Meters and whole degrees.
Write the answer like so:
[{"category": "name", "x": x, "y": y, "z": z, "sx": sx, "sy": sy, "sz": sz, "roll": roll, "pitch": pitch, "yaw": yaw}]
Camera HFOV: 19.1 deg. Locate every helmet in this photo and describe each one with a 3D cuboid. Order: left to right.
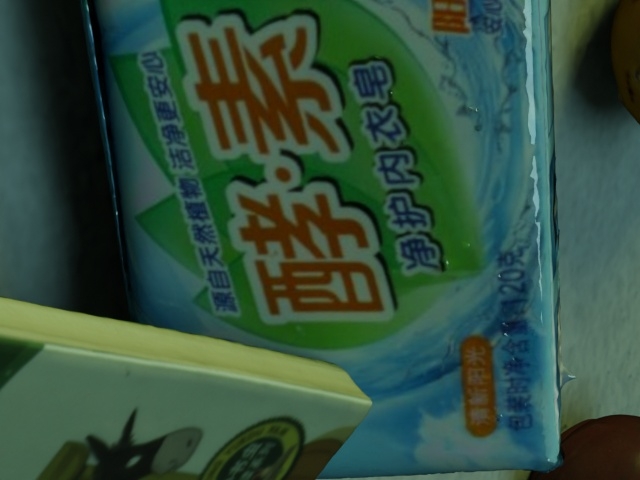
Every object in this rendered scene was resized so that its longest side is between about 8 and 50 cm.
[{"category": "helmet", "x": 0.127, "y": 0.127, "z": 0.909, "sx": 0.089, "sy": 0.057, "sz": 0.111, "roll": 153, "pitch": -43, "yaw": -85}]

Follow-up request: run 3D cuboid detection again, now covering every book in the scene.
[{"category": "book", "x": -0.123, "y": 0.101, "z": 0.550, "sx": 0.264, "sy": 0.027, "sz": 0.202, "roll": 17, "pitch": 116, "yaw": -51}]

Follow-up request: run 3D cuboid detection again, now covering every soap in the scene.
[{"category": "soap", "x": 0.005, "y": -0.041, "z": 0.641, "sx": 0.077, "sy": 0.156, "sz": 0.293, "roll": -72, "pitch": 157, "yaw": -67}]

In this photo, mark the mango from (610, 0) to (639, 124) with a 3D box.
[{"category": "mango", "x": 0.188, "y": -0.101, "z": 0.912, "sx": 0.159, "sy": 0.084, "sz": 0.105, "roll": -37, "pitch": 112, "yaw": -64}]
